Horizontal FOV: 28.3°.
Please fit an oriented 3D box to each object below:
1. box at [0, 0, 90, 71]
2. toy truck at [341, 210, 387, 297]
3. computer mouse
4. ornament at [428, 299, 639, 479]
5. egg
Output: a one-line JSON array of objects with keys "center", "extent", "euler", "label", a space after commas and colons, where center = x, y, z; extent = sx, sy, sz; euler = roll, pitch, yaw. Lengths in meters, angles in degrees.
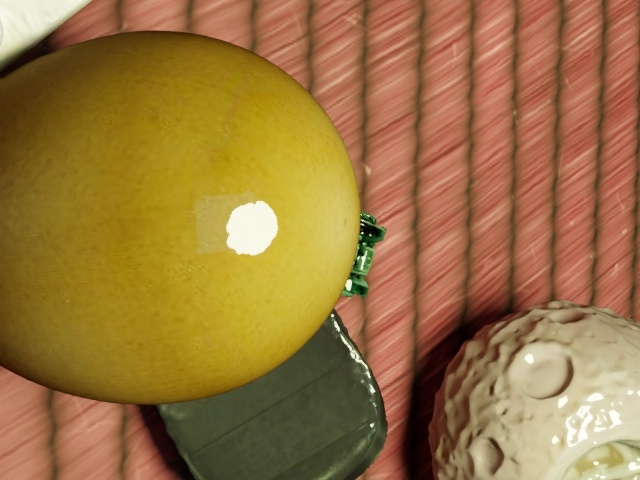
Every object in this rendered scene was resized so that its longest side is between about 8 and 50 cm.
[{"center": [-0.225, -0.233, 0.897], "extent": [0.265, 0.097, 0.168], "euler": [-46, 119, -22], "label": "box"}, {"center": [-0.001, -0.001, 1.097], "extent": [0.154, 0.078, 0.080], "euler": [19, 85, -36], "label": "toy truck"}, {"center": [-0.060, 0.095, 1.049], "extent": [0.168, 0.087, 0.295], "euler": [-30, 100, 2], "label": "computer mouse"}, {"center": [0.225, 0.183, 1.185], "extent": [0.259, 0.225, 0.259], "euler": [-6, 114, -13], "label": "ornament"}, {"center": [-0.130, -0.013, 0.864], "extent": [0.250, 0.322, 0.250], "euler": [-6, 90, -68], "label": "egg"}]
